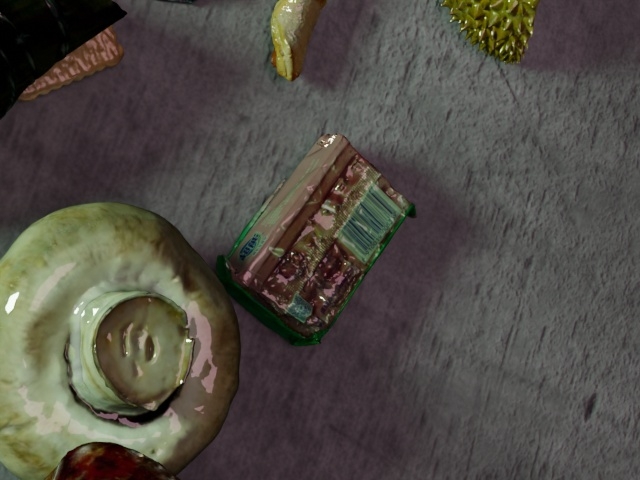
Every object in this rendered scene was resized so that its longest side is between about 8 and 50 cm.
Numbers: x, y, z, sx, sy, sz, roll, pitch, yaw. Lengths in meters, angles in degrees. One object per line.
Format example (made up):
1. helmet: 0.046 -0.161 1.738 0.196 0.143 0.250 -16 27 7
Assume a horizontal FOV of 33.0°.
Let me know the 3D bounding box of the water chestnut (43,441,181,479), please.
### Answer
1. water chestnut: -0.232 0.359 1.128 0.289 0.244 0.289 -11 118 -21

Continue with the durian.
1. durian: 0.272 -0.428 1.629 0.166 0.172 0.306 0 80 -51

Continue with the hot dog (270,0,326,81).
1. hot dog: -0.038 -0.307 1.510 0.169 0.061 0.078 -70 157 -10

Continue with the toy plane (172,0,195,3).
1. toy plane: -0.164 -0.374 1.458 0.235 0.060 0.096 0 75 -23

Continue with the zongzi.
1. zongzi: -0.465 -0.164 1.232 0.319 0.362 0.383 25 44 5

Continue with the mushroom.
1. mushroom: -0.250 0.130 1.283 0.352 0.260 0.352 0 89 -33

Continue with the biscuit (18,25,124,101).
1. biscuit: -0.365 -0.314 1.365 0.160 0.030 0.250 -29 101 -25

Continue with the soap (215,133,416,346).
1. soap: 0.001 0.000 1.503 0.218 0.098 0.273 42 72 -20
